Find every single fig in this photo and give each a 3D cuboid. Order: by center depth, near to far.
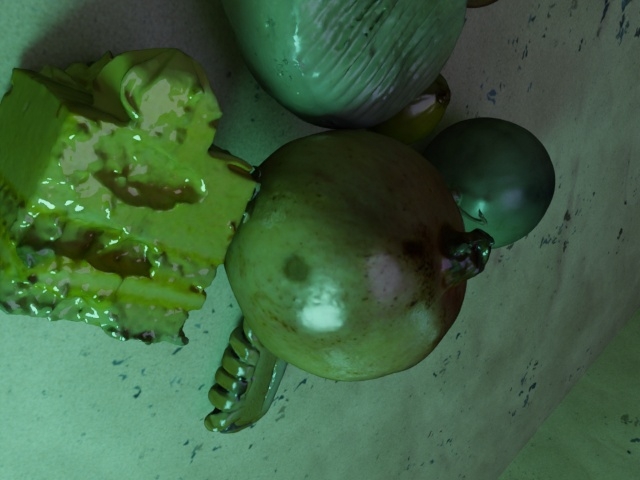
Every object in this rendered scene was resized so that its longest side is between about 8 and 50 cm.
[{"bbox_3d":[0.139,-0.231,0.969,0.136,0.121,0.153,24,120,-44],"label":"fig"}]

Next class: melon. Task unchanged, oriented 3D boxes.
[{"bbox_3d":[0.318,-0.109,1.111,0.308,0.272,0.272,9,105,-40],"label":"melon"}]

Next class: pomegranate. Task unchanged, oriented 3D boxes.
[{"bbox_3d":[0.054,0.021,0.729,0.338,0.338,0.338,-23,127,-35],"label":"pomegranate"}]

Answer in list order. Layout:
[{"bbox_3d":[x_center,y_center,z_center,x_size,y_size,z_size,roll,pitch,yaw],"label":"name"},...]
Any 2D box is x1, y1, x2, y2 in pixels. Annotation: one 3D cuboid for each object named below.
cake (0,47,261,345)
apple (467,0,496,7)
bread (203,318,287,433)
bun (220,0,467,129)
[{"bbox_3d":[-0.217,-0.067,0.619,0.222,0.227,0.286,20,97,-47],"label":"cake"},{"bbox_3d":[0.250,-0.473,0.904,0.201,0.162,0.201,-22,127,-33],"label":"apple"},{"bbox_3d":[-0.122,0.223,0.987,0.134,0.081,0.225,11,102,-53],"label":"bread"},{"bbox_3d":[0.029,-0.307,0.725,0.362,0.234,0.326,7,104,-49],"label":"bun"}]
